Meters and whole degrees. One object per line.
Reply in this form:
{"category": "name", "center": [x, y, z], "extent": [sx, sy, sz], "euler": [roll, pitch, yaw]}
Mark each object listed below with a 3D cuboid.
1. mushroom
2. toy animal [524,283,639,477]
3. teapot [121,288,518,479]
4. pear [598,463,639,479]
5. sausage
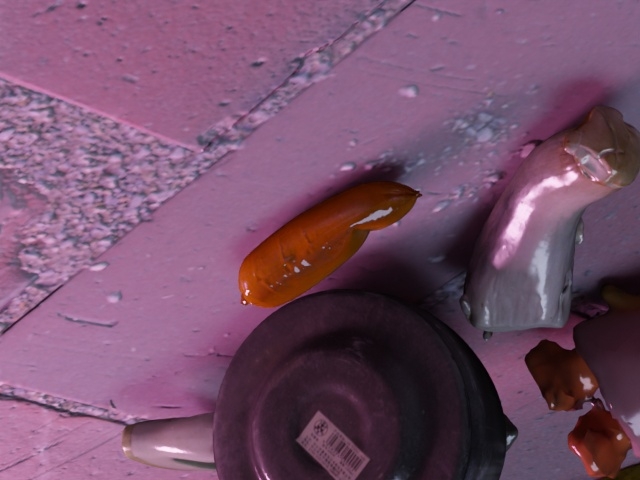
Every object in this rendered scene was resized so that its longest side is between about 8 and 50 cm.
{"category": "mushroom", "center": [0.183, -0.011, 1.503], "extent": [0.099, 0.096, 0.278], "euler": [-3, 142, -21]}
{"category": "toy animal", "center": [0.351, 0.101, 1.689], "extent": [0.281, 0.195, 0.169], "euler": [-29, -175, 29]}
{"category": "teapot", "center": [0.026, 0.195, 1.629], "extent": [0.322, 0.239, 0.239], "euler": [-34, 157, 18]}
{"category": "pear", "center": [0.387, 0.373, 2.114], "extent": [0.282, 0.176, 0.286], "euler": [19, 134, -39]}
{"category": "sausage", "center": [0.000, 0.000, 1.477], "extent": [0.183, 0.054, 0.062], "euler": [-36, 175, 26]}
